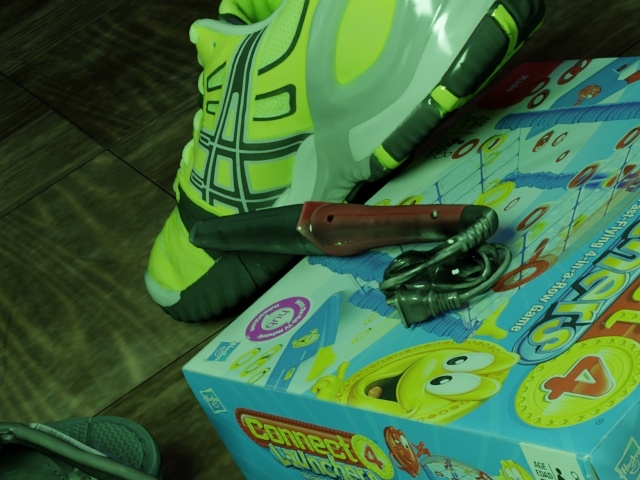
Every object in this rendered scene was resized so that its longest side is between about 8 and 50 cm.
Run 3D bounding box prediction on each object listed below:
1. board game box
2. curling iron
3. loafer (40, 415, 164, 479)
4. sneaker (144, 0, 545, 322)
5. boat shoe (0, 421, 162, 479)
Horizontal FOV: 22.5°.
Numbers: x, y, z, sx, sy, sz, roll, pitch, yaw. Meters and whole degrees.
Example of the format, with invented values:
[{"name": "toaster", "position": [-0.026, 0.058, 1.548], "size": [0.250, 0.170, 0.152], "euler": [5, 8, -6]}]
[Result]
[{"name": "board game box", "position": [0.132, 0.020, 0.820], "size": [0.308, 0.086, 0.302], "euler": [-42, 26, -27]}, {"name": "curling iron", "position": [0.000, 0.000, 0.857], "size": [0.068, 0.035, 0.274], "euler": [-40, 25, -24]}, {"name": "loafer", "position": [-0.204, 0.185, 0.880], "size": [0.267, 0.084, 0.096], "euler": [-26, 44, -10]}, {"name": "sneaker", "position": [-0.017, -0.081, 1.000], "size": [0.145, 0.147, 0.384], "euler": [-42, -2, -44]}, {"name": "boat shoe", "position": [-0.139, 0.133, 0.772], "size": [0.335, 0.095, 0.112], "euler": [14, 49, 33]}]
